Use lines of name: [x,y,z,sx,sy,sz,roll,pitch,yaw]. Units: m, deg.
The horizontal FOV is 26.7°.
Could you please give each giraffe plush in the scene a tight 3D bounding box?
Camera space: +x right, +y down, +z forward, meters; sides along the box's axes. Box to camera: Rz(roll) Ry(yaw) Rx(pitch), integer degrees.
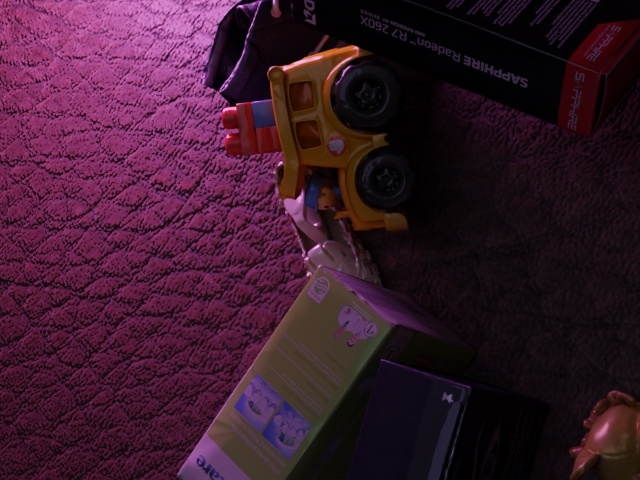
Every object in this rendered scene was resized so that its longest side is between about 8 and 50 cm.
giraffe plush: [0.333,0.196,1.310,0.170,0.181,0.210,-37,53,28]

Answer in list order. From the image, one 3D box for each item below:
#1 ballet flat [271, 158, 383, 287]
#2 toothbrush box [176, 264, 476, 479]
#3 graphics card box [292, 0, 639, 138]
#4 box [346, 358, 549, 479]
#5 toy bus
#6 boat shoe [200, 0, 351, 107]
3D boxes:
ballet flat: [0.000,0.000,1.608,0.091,0.077,0.241,-37,62,19]
toothbrush box: [0.011,0.188,1.478,0.122,0.206,0.283,38,100,32]
graphics card box: [0.180,-0.264,1.441,0.371,0.094,0.233,25,51,22]
box: [0.132,0.216,1.394,0.108,0.207,0.153,15,87,34]
toy bus: [0.001,-0.106,1.533,0.211,0.149,0.220,-11,93,3]
boat shoe: [-0.012,-0.286,1.623,0.127,0.158,0.340,28,94,50]
